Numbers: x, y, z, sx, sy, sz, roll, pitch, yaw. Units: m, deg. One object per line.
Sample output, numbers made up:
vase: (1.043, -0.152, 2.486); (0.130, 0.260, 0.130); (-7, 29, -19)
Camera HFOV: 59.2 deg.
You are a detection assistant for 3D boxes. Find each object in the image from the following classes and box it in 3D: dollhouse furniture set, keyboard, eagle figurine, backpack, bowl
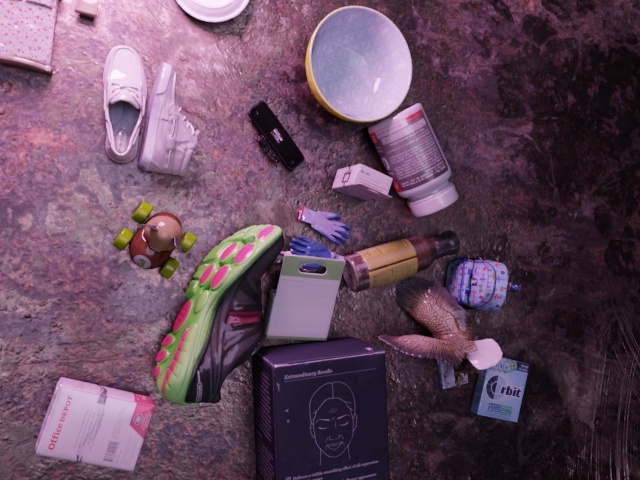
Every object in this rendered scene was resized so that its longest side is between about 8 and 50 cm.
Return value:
dollhouse furniture set: (-0.670, -0.430, 1.176); (0.356, 0.174, 0.303); (7, 89, -21)
keyboard: (-0.128, -0.263, 1.473); (0.192, 0.038, 0.100); (54, 50, -13)
eagle figurine: (0.327, 0.274, 1.571); (0.225, 0.226, 0.298); (-43, 111, 5)
backpack: (0.454, 0.126, 1.623); (0.117, 0.173, 0.158); (13, 87, -21)
bowl: (0.077, -0.442, 1.478); (0.290, 0.156, 0.289); (0, 91, -22)

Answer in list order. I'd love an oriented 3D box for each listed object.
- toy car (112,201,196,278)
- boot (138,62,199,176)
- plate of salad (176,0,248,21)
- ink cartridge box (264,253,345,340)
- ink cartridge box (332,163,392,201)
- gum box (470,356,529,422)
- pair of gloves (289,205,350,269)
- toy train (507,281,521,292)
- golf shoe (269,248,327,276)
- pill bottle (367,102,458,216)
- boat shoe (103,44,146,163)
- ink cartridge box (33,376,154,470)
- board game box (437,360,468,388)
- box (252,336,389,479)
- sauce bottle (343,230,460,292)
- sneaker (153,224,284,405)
toy car: (-0.370, 0.000, 1.289); (0.155, 0.188, 0.149); (36, 78, -18)
boot: (-0.352, -0.284, 1.355); (0.123, 0.095, 0.258); (11, 95, -27)
plate of salad: (-0.270, -0.637, 1.398); (0.200, 0.048, 0.199); (0, 89, -11)
ink cartridge box: (-0.044, 0.143, 1.455); (0.171, 0.056, 0.235); (7, 106, -21)
ink cartridge box: (0.116, -0.151, 1.483); (0.104, 0.180, 0.060); (21, 83, -21)
gum box: (0.555, 0.454, 1.737); (0.157, 0.041, 0.184); (17, 84, -20)
pair of gloves: (0.000, 0.000, 1.487); (0.159, 0.023, 0.198); (22, 56, -13)
toy train: (0.559, 0.133, 1.738); (0.158, 0.036, 0.027); (15, 85, -21)
golf shoe: (-0.048, 0.054, 1.481); (0.186, 0.067, 0.085); (7, 66, -30)
pill bottle: (0.259, -0.217, 1.550); (0.161, 0.161, 0.283); (-30, 101, -18)
boat shoe: (-0.450, -0.321, 1.303); (0.098, 0.096, 0.276); (-1, 91, -21)
ink cartridge box: (-0.515, 0.419, 1.289); (0.218, 0.092, 0.158); (20, 83, -22)
board game box: (0.395, 0.389, 1.685); (0.090, 0.020, 0.090); (-7, 94, -21)
box: (-0.003, 0.467, 1.427); (0.294, 0.212, 0.395); (-2, 92, -21)
sauce bottle: (0.231, 0.050, 1.569); (0.345, 0.111, 0.111); (-14, 96, -21)
sneaker: (-0.222, 0.176, 1.381); (0.202, 0.185, 0.482); (34, 81, -37)
